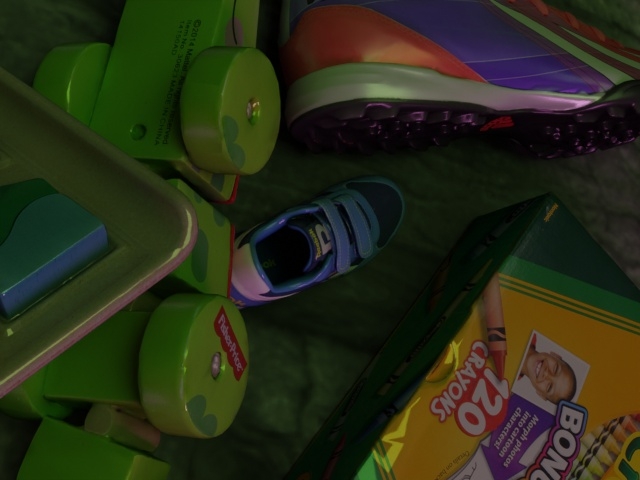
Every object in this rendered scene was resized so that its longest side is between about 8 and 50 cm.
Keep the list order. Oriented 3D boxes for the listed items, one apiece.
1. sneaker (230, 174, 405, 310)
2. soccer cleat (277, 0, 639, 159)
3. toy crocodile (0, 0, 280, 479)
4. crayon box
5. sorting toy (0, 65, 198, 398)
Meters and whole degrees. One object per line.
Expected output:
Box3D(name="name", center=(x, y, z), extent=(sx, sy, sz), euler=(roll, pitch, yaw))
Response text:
Box3D(name="sneaker", center=(0.000, 0.000, 0.619), extent=(0.144, 0.059, 0.053), euler=(-28, 92, -31))
Box3D(name="soccer cleat", center=(0.121, -0.119, 0.685), extent=(0.318, 0.109, 0.116), euler=(-2, 77, -26))
Box3D(name="toy crocodile", center=(-0.083, -0.003, 0.547), extent=(0.105, 0.115, 0.340), euler=(42, 52, -62))
Box3D(name="crayon box", center=(0.099, 0.128, 0.635), extent=(0.165, 0.081, 0.278), euler=(46, 63, -13))
Box3D(name="sorting toy", center=(-0.188, 0.002, 0.464), extent=(0.193, 0.038, 0.208), euler=(34, 60, 28))
